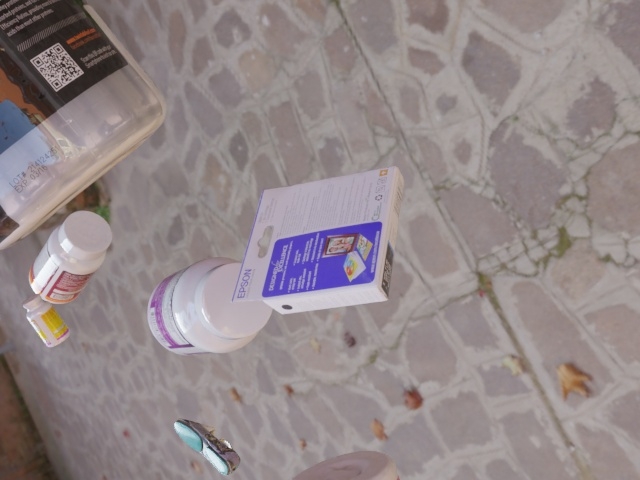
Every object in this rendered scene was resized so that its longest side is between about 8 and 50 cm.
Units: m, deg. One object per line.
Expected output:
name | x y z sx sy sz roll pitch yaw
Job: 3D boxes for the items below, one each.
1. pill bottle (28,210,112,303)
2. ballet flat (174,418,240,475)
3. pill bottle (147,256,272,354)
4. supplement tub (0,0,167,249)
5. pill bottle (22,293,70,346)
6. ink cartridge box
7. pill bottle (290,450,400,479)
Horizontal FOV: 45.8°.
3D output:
pill bottle | -0.528 0.036 1.606 0.221 0.121 0.121 -42 74 42
ballet flat | -0.154 0.283 1.057 0.114 0.041 0.041 33 137 27
pill bottle | -0.196 0.119 1.358 0.301 0.169 0.169 -19 94 62
supplement tub | -0.285 -0.163 0.581 0.316 0.193 0.193 52 151 -13
pill bottle | -0.441 0.127 1.215 0.043 0.043 0.083 6 129 55
ink cartridge box | 0.000 0.000 1.009 0.208 0.206 0.045 -8 138 24
pill bottle | 0.070 0.495 1.128 0.176 0.176 0.318 -13 94 58
